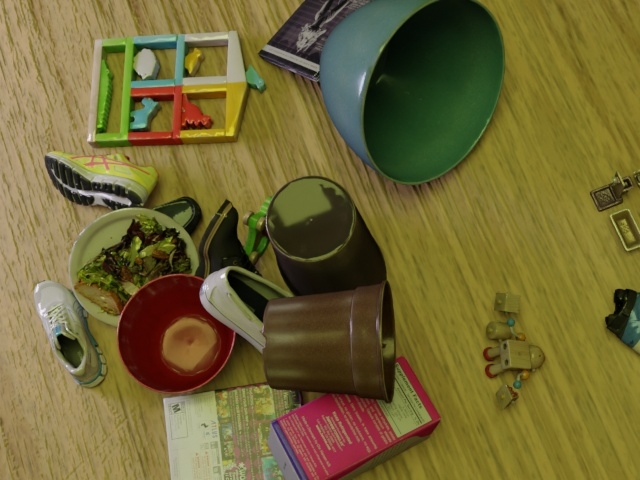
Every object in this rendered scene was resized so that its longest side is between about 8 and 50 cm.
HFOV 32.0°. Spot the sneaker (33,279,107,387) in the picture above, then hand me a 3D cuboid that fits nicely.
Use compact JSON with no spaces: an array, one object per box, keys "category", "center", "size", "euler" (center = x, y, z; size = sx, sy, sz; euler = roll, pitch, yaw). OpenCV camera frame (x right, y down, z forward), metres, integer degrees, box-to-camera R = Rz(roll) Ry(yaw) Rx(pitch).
[{"category":"sneaker","center":[-0.396,0.136,1.733],"size":[0.071,0.083,0.190],"euler":[-34,70,-1]}]

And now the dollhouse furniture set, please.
[{"category":"dollhouse furniture set","center":[0.472,-0.053,1.670],"size":[0.091,0.081,0.114],"euler":[-21,72,1]}]

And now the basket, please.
[{"category":"basket","center":[0.000,0.000,1.643],"size":[0.154,0.227,0.204],"euler":[-39,71,-5]}]

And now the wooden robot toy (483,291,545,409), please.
[{"category":"wooden robot toy","center":[0.293,0.165,1.650],"size":[0.079,0.076,0.173],"euler":[7,70,-27]}]

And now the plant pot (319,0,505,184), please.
[{"category":"plant pot","center":[0.110,-0.254,1.702],"size":[0.290,0.290,0.195],"euler":[-50,48,-8]}]

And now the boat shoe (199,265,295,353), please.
[{"category":"boat shoe","center":[-0.055,0.124,1.630],"size":[0.258,0.084,0.095],"euler":[30,58,-18]}]

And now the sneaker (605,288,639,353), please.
[{"category":"sneaker","center":[0.481,0.083,1.639],"size":[0.085,0.058,0.152],"euler":[37,88,8]}]

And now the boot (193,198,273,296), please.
[{"category":"boot","center":[-0.111,0.037,1.680],"size":[0.137,0.197,0.077],"euler":[27,50,10]}]

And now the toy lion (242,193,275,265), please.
[{"category":"toy lion","center":[-0.089,-0.020,1.741],"size":[0.034,0.096,0.100],"euler":[24,118,18]}]

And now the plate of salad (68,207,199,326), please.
[{"category":"plate of salad","center":[-0.285,0.047,1.712],"size":[0.200,0.048,0.199],"euler":[-3,108,-8]}]

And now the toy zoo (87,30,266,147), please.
[{"category":"toy zoo","center":[-0.237,-0.253,1.856],"size":[0.293,0.030,0.192],"euler":[-1,73,8]}]

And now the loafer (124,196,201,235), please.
[{"category":"loafer","center":[-0.289,0.001,1.760],"size":[0.223,0.078,0.076],"euler":[-33,72,-3]}]

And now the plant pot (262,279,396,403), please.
[{"category":"plant pot","center":[0.012,0.139,1.515],"size":[0.165,0.167,0.166],"euler":[-2,73,9]}]

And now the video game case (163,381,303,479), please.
[{"category":"video game case","center":[-0.119,0.332,1.654],"size":[0.210,0.042,0.232],"euler":[-10,72,4]}]

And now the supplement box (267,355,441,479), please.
[{"category":"supplement box","center":[0.046,0.271,1.589],"size":[0.220,0.111,0.114],"euler":[-23,70,-16]}]

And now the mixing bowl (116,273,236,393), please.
[{"category":"mixing bowl","center":[-0.207,0.150,1.693],"size":[0.182,0.098,0.181],"euler":[-2,73,8]}]

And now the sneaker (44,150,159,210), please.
[{"category":"sneaker","center":[-0.353,-0.107,1.812],"size":[0.209,0.081,0.094],"euler":[20,48,20]}]

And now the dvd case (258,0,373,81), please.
[{"category":"dvd case","center":[0.015,-0.362,1.820],"size":[0.221,0.018,0.164],"euler":[-50,42,-9]}]
